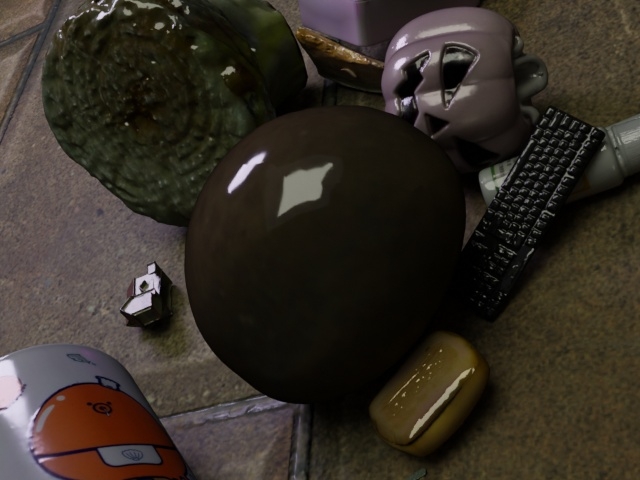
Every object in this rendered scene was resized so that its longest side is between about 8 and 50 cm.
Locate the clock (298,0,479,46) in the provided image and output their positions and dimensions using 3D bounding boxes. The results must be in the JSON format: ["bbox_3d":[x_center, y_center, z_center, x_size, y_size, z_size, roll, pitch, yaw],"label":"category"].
[{"bbox_3d":[0.086,-0.317,1.182,0.197,0.063,0.150,-25,35,-26],"label":"clock"}]

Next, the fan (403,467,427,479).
[{"bbox_3d":[0.017,0.243,0.788,0.175,0.005,0.113,-33,21,4],"label":"fan"}]

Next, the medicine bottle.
[{"bbox_3d":[0.267,-0.084,0.903,0.221,0.061,0.092,-20,25,19],"label":"medicine bottle"}]

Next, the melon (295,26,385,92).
[{"bbox_3d":[0.062,-0.218,1.152,0.182,0.098,0.054,26,87,28],"label":"melon"}]

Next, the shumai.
[{"bbox_3d":[-0.156,-0.195,1.175,0.304,0.309,0.263,1,28,28],"label":"shumai"}]

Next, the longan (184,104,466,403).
[{"bbox_3d":[0.000,0.000,0.856,0.300,0.243,0.300,-42,30,30],"label":"longan"}]

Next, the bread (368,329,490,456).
[{"bbox_3d":[0.100,0.139,0.814,0.115,0.056,0.082,-51,39,-7],"label":"bread"}]

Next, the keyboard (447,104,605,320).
[{"bbox_3d":[0.189,-0.026,0.871,0.061,0.013,0.204,32,95,24],"label":"keyboard"}]

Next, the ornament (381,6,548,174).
[{"bbox_3d":[0.152,-0.155,0.960,0.178,0.177,0.177,-19,44,20],"label":"ornament"}]

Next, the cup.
[{"bbox_3d":[-0.197,0.262,0.797,0.212,0.212,0.317,-43,43,-6],"label":"cup"}]

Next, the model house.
[{"bbox_3d":[-0.211,0.073,1.094,0.058,0.057,0.083,-21,45,12],"label":"model house"}]
